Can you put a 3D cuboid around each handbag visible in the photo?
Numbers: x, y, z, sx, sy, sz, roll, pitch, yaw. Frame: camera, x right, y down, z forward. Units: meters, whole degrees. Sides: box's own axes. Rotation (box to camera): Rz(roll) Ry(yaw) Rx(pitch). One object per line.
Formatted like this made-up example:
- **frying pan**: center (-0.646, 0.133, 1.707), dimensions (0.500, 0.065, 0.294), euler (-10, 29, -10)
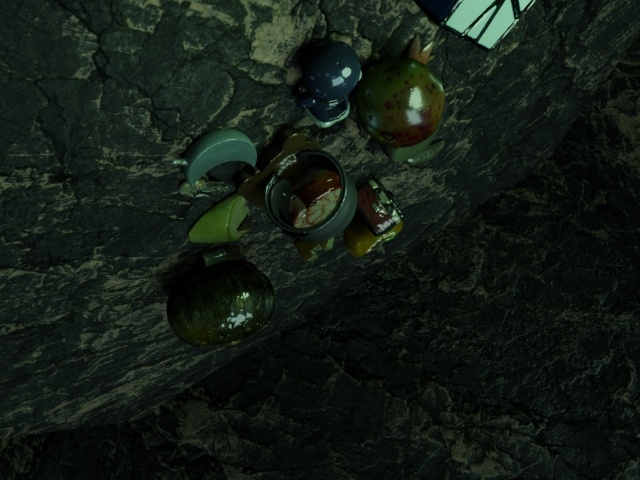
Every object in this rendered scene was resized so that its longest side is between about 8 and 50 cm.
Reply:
- **handbag**: center (0.266, -0.159, 1.875), dimensions (0.181, 0.254, 0.181), euler (-35, 174, 1)

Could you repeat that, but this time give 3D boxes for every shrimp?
- **shrimp**: center (-0.372, -0.166, 1.278), dimensions (0.161, 0.034, 0.091), euler (-3, 156, -41)

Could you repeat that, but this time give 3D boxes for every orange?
- **orange**: center (0.260, -0.068, 2.069), dimensions (0.335, 0.262, 0.196), euler (-28, 127, 9)

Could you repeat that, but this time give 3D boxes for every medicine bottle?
- **medicine bottle**: center (-0.436, 0.069, 1.646), dimensions (0.091, 0.058, 0.058), euler (-21, 156, -29)

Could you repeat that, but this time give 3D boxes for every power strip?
- **power strip**: center (-0.303, -0.243, 1.168), dimensions (0.254, 0.054, 0.167), euler (-23, 154, -25)

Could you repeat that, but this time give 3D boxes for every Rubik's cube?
- **Rubik's cube**: center (0.336, -0.641, 0.886), dimensions (0.294, 0.283, 0.288), euler (-12, 150, -49)

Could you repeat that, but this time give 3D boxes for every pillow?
- **pillow**: center (0.498, -0.408, 1.930), dimensions (0.241, 0.051, 0.093), euler (-28, 158, -19)

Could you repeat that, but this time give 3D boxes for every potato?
- **potato**: center (-0.277, -0.050, 1.525), dimensions (0.037, 0.036, 0.093), euler (97, 15, -47)

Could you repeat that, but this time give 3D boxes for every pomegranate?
- **pomegranate**: center (0.241, -0.462, 1.259), dimensions (0.291, 0.323, 0.291), euler (-4, 174, 0)

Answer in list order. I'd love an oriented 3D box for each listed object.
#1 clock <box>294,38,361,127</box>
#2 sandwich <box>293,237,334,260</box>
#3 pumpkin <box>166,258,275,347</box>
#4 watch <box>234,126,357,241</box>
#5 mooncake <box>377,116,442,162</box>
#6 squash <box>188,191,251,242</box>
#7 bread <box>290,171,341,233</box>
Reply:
- **clock**: center (0.028, -0.434, 1.106), dimensions (0.200, 0.146, 0.243), euler (-24, 165, -9)
- **sandwich**: center (0.000, 0.000, 2.020), dimensions (0.236, 0.128, 0.122), euler (-34, 167, 5)
- **pumpkin**: center (-0.407, 0.268, 1.685), dimensions (0.455, 0.343, 0.454), euler (-21, 177, -1)
- **watch**: center (-0.061, -0.145, 1.340), dimensions (0.335, 0.326, 0.314), euler (-36, 158, 8)
- **mooncake**: center (0.347, -0.428, 1.570), dimensions (0.275, 0.135, 0.275), euler (-31, 160, -13)
- **squash**: center (-0.376, -0.074, 1.483), dimensions (0.237, 0.155, 0.204), euler (82, 30, -66)
- **bread**: center (-0.005, -0.154, 1.691), dimensions (0.328, 0.114, 0.295), euler (-38, 158, 10)
